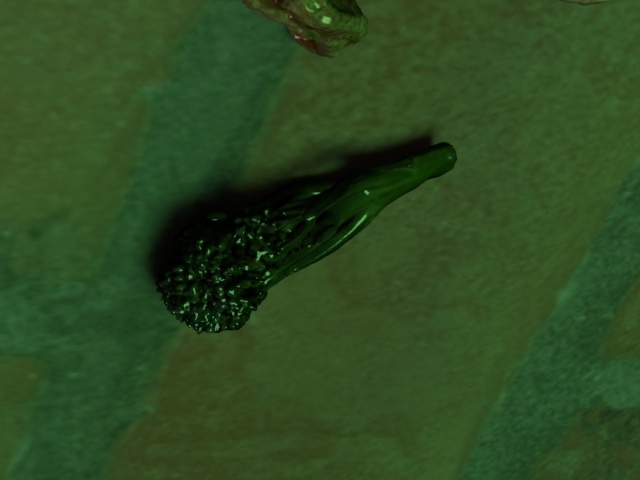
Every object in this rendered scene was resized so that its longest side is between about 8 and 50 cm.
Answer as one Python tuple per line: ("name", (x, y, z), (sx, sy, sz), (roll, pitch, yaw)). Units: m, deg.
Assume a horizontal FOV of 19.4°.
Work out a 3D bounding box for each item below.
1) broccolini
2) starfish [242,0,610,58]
("broccolini", (-0.011, -0.014, 1.075), (0.203, 0.068, 0.091), (-34, 154, -35))
("starfish", (-0.034, -0.145, 0.831), (0.327, 0.094, 0.375), (-8, 167, 16))
